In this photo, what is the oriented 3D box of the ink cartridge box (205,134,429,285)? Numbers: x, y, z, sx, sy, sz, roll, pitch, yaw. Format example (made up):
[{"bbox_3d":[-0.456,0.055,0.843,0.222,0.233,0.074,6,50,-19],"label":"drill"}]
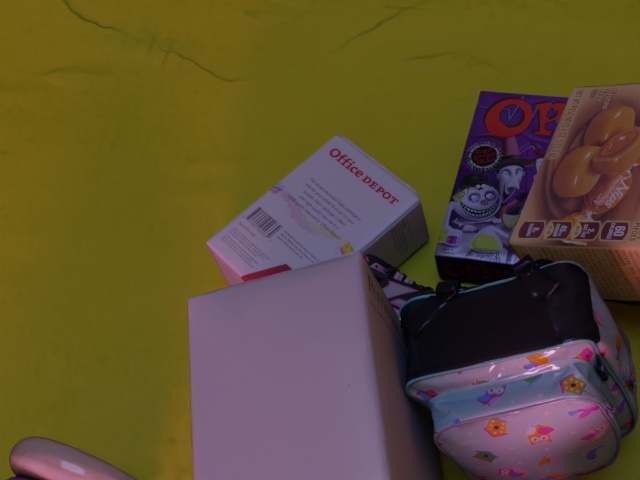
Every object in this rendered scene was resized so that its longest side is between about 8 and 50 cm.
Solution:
[{"bbox_3d":[0.000,0.000,1.134,0.175,0.072,0.127,-40,55,-13],"label":"ink cartridge box"}]

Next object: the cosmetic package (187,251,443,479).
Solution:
[{"bbox_3d":[0.012,0.230,0.880,0.156,0.217,0.385,-14,56,13],"label":"cosmetic package"}]

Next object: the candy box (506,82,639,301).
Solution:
[{"bbox_3d":[0.332,-0.042,0.952,0.316,0.087,0.183,1,54,41],"label":"candy box"}]

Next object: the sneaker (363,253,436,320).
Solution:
[{"bbox_3d":[0.060,0.050,1.046,0.178,0.072,0.077,-1,84,-17],"label":"sneaker"}]

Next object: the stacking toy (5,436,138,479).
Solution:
[{"bbox_3d":[-0.258,0.332,0.944,0.141,0.141,0.330,14,65,23],"label":"stacking toy"}]

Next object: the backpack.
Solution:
[{"bbox_3d":[0.170,0.116,0.938,0.165,0.188,0.144,-20,58,22],"label":"backpack"}]

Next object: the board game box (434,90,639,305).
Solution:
[{"bbox_3d":[0.298,-0.038,1.099,0.346,0.056,0.208,7,54,19],"label":"board game box"}]
